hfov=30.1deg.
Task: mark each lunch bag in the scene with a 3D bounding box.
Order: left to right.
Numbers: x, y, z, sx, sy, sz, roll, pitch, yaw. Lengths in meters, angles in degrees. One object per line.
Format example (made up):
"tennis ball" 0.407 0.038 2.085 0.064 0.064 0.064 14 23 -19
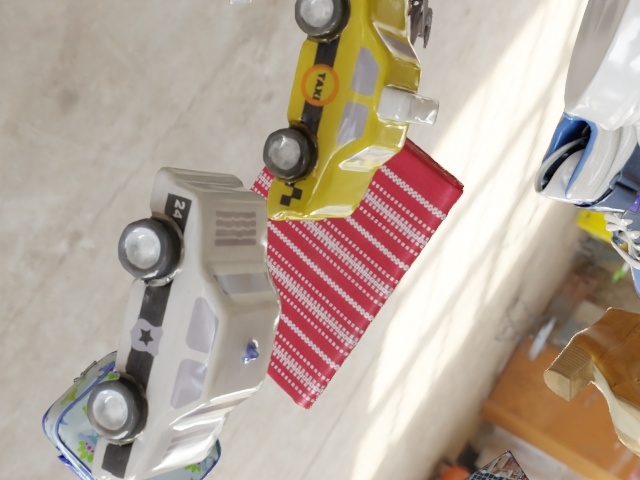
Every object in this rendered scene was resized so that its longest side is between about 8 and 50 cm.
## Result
"lunch bag" -0.260 0.270 1.628 0.176 0.219 0.090 -46 -162 -20

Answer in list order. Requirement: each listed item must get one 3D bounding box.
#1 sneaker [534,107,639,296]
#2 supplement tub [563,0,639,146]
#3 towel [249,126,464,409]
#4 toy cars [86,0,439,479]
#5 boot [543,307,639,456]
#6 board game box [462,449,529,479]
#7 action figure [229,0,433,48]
"sneaker" 0.346 -0.047 1.412 0.236 0.130 0.323 -9 122 -19
"supplement tub" 0.351 -0.126 0.771 0.241 0.331 0.241 19 90 -88
"towel" 0.000 0.000 1.170 0.275 0.199 0.031 -56 150 15
"toy cars" -0.016 -0.019 0.742 0.394 0.087 0.176 -58 151 -30
"boot" 0.522 0.220 1.874 0.211 0.295 0.104 -35 140 -28
"board game box" 0.196 0.415 1.587 0.243 0.165 0.042 -30 164 -9
"action figure" 0.015 -0.281 1.210 0.099 0.285 0.185 112 -24 -63
